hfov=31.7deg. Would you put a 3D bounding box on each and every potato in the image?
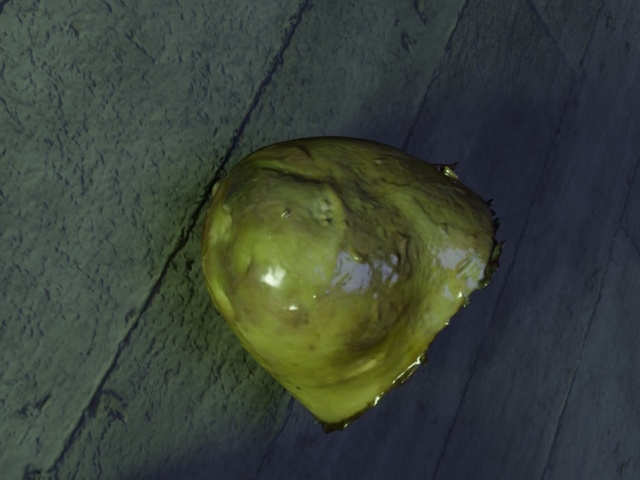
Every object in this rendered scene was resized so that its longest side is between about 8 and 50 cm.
[{"bbox_3d":[0.000,0.000,1.113,0.237,0.289,0.301,38,94,-20],"label":"potato"}]
